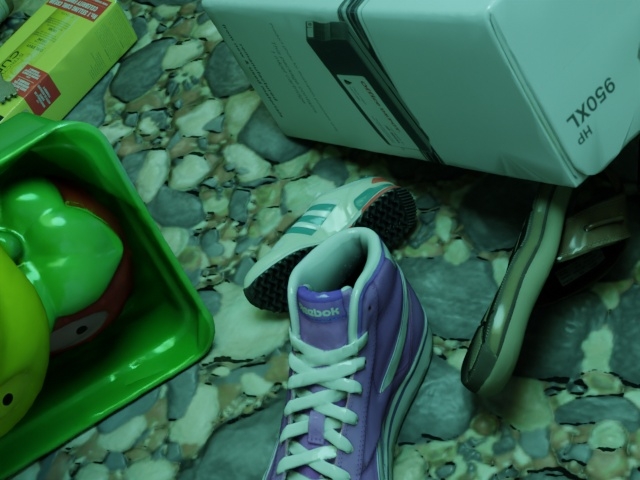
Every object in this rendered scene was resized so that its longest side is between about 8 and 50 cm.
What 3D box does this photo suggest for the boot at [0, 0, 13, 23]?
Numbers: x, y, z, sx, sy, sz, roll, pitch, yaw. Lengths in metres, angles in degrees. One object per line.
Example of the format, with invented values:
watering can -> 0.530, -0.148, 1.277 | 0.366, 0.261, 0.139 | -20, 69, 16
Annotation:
boot -> -0.452, -0.217, 1.580 | 0.213, 0.077, 0.165 | 11, 58, 25

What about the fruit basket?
fruit basket -> -0.277, 0.081, 1.108 | 0.392, 0.283, 0.392 | -19, 33, 13

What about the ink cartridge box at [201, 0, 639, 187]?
ink cartridge box -> 0.132, -0.214, 1.207 | 0.285, 0.166, 0.395 | -45, 30, -19

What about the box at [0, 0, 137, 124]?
box -> -0.291, -0.153, 1.471 | 0.087, 0.058, 0.232 | 25, 63, 35

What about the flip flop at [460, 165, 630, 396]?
flip flop -> 0.189, 0.008, 1.125 | 0.080, 0.112, 0.277 | 24, 58, 8

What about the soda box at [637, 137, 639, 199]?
soda box -> 0.332, -0.049, 1.138 | 0.168, 0.060, 0.053 | -4, 49, 18

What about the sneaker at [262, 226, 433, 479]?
sneaker -> -0.002, 0.118, 1.059 | 0.102, 0.161, 0.282 | 1, 53, 20

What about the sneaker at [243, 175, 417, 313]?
sneaker -> 0.000, 0.000, 1.239 | 0.161, 0.057, 0.075 | -35, 31, -8

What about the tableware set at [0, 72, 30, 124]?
tableware set -> -0.342, -0.110, 1.389 | 0.128, 0.039, 0.194 | -32, 49, -7
